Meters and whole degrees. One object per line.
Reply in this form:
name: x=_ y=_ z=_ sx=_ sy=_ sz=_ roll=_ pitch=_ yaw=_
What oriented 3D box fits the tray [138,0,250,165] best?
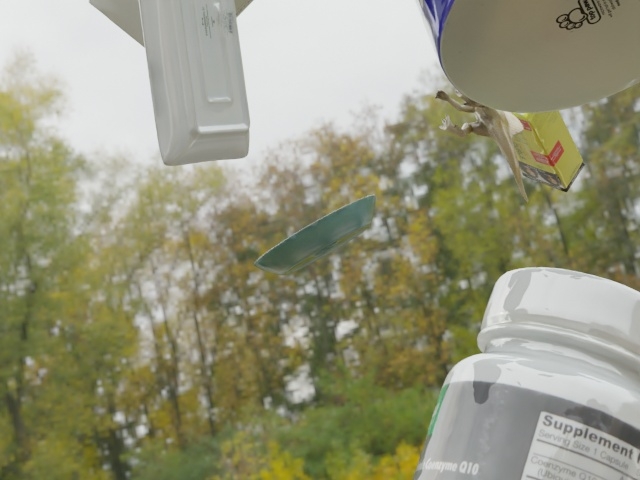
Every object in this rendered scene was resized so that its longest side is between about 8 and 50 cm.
tray: x=-0.120 y=-0.213 z=1.086 sx=0.030 sy=0.270 sz=0.145 roll=-5 pitch=5 yaw=31

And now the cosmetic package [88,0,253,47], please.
cosmetic package: x=-0.115 y=-0.400 z=1.277 sx=0.217 sy=0.156 sz=0.385 roll=-53 pitch=0 yaw=-34

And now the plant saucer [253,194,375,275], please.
plant saucer: x=0.000 y=0.000 z=0.931 sx=0.119 sy=0.021 sz=0.119 roll=-30 pitch=-4 yaw=-3

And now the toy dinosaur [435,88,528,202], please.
toy dinosaur: x=0.174 y=-0.125 z=1.139 sx=0.093 sy=0.183 sz=0.053 roll=16 pitch=-53 yaw=-23

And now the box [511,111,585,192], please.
box: x=0.315 y=-0.155 z=1.614 sx=0.087 sy=0.058 sz=0.232 roll=27 pitch=-10 yaw=33

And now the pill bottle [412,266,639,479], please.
pill bottle: x=0.179 y=0.220 z=0.925 sx=0.204 sy=0.361 sz=0.204 roll=18 pitch=-20 yaw=7

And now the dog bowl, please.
dog bowl: x=0.216 y=-0.233 z=0.959 sx=0.265 sy=0.104 sz=0.265 roll=-9 pitch=-32 yaw=-6
